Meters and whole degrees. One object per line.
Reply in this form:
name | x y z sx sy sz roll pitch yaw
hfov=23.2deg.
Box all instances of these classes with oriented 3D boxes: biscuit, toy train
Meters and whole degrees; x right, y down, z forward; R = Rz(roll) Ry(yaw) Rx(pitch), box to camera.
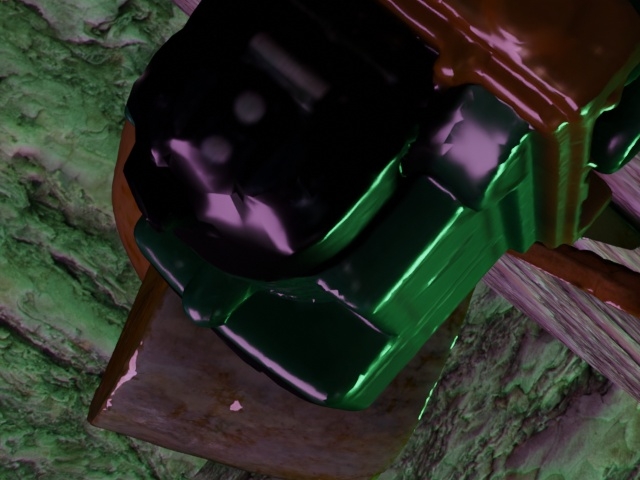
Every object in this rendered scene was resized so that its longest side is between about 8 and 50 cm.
biscuit | 0.267 0.045 1.319 0.280 0.043 0.183 28 -177 6
toy train | 0.027 -0.056 0.631 0.178 0.249 0.429 41 180 11

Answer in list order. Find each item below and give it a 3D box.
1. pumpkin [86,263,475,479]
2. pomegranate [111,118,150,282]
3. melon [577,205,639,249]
pumpkin | 0.000 0.000 1.002 0.199 0.332 0.332 22 -177 -10
pomegranate | -0.001 -0.055 1.346 0.342 0.342 0.342 41 180 0
melon | 0.237 -0.021 1.403 0.114 0.053 0.262 22 -179 8
